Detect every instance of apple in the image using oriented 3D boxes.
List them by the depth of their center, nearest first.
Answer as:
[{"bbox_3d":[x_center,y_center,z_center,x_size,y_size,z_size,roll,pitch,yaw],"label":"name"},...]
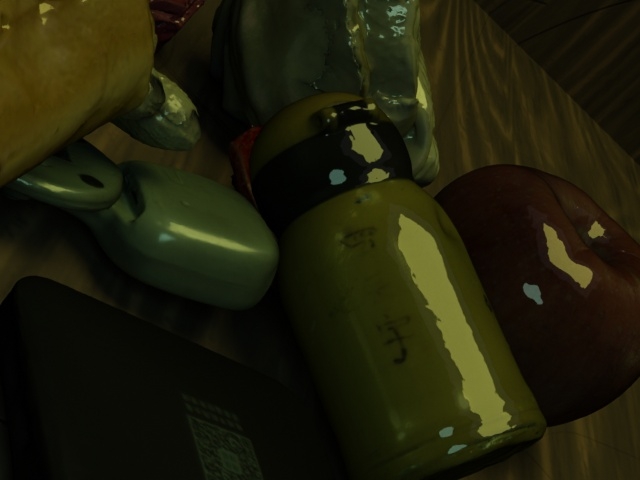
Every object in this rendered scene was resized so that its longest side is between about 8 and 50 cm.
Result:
[{"bbox_3d":[0.211,0.063,1.524,0.305,0.235,0.306,37,23,-18],"label":"apple"}]

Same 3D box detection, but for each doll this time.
[{"bbox_3d":[-0.224,-0.151,1.163,0.278,0.175,0.149,33,55,27],"label":"doll"}]

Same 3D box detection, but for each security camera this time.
[{"bbox_3d":[-0.176,-0.029,1.162,0.301,0.080,0.157,22,19,-28],"label":"security camera"}]

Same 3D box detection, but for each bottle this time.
[{"bbox_3d":[0.050,0.038,1.245,0.171,0.171,0.351,8,57,-59],"label":"bottle"}]

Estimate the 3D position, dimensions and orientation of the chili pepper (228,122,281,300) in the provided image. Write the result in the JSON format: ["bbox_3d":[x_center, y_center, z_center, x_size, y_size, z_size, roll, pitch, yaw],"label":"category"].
[{"bbox_3d":[0.000,0.000,1.386,0.144,0.136,0.253,23,40,-45],"label":"chili pepper"}]

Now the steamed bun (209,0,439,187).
[{"bbox_3d":[-0.005,-0.208,1.592,0.394,0.237,0.347,75,7,-68],"label":"steamed bun"}]

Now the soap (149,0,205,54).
[{"bbox_3d":[-0.212,-0.254,1.456,0.162,0.099,0.250,43,21,-9],"label":"soap"}]

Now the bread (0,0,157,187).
[{"bbox_3d":[-0.298,-0.189,0.879,0.394,0.250,0.361,-46,134,-59],"label":"bread"}]

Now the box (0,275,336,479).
[{"bbox_3d":[-0.085,0.172,0.980,0.290,0.073,0.289,29,27,-40],"label":"box"}]
